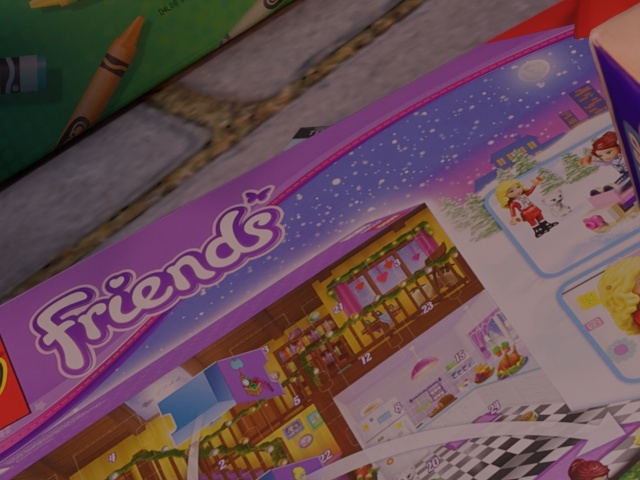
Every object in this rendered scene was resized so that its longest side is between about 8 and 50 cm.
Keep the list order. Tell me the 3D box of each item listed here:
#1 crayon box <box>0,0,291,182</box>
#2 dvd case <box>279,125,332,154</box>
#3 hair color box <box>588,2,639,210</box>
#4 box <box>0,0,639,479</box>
[{"bbox_3d":[-0.076,-0.148,0.880,0.278,0.081,0.165,-33,30,-12],"label":"crayon box"},{"bbox_3d":[0.000,0.000,0.659,0.087,0.013,0.119,0,38,38],"label":"dvd case"},{"bbox_3d":[0.205,0.040,0.282,0.185,0.110,0.339,-30,40,-5],"label":"hair color box"},{"bbox_3d":[0.041,0.044,0.481,0.293,0.057,0.201,-28,42,-3],"label":"box"}]
